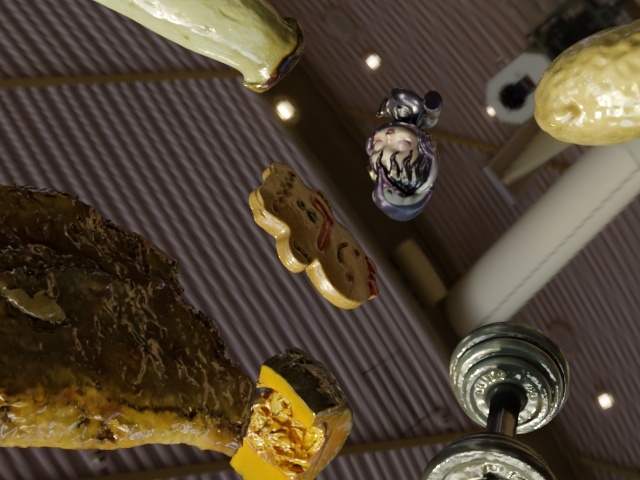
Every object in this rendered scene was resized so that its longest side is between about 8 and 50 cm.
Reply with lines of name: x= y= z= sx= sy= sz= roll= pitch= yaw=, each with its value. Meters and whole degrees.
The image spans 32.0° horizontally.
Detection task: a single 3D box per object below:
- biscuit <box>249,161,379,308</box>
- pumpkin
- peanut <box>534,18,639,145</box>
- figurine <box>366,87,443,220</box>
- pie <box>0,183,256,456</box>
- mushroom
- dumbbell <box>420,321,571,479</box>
biscuit: x=0.000 y=0.000 z=1.430 sx=0.225 sy=0.036 sz=0.166 roll=50 pitch=-150 yaw=-15
pumpkin: x=-0.035 y=0.274 z=1.630 sx=0.131 sy=0.248 sz=0.126 roll=37 pitch=-143 yaw=20
peanut: x=0.379 y=-0.187 z=1.177 sx=0.147 sy=0.319 sz=0.147 roll=-21 pitch=-90 yaw=-75
figurine: x=0.146 y=-0.146 z=1.957 sx=0.145 sy=0.145 sz=0.222 roll=21 pitch=-103 yaw=-30
pie: x=-0.086 y=0.028 z=0.337 sx=0.170 sy=0.034 sz=0.092 roll=11 pitch=-115 yaw=-44
mushroom: x=-0.172 y=-0.289 z=1.313 sx=0.333 sy=0.087 sz=0.107 roll=28 pitch=-104 yaw=-12
dumbbell: x=0.239 y=0.255 z=1.481 sx=0.179 sy=0.179 sz=0.406 roll=45 pitch=-151 yaw=-9
